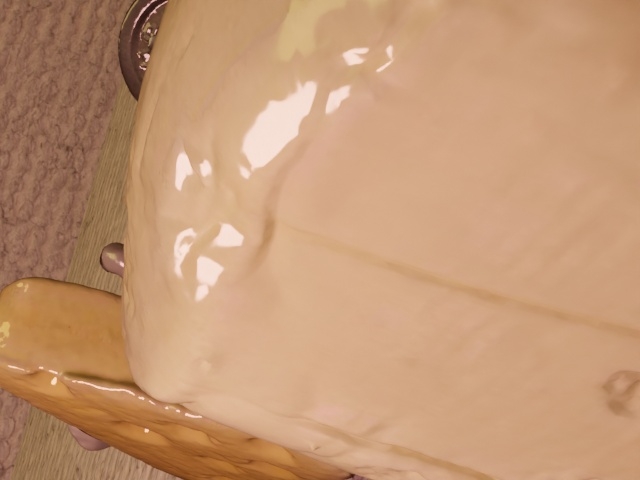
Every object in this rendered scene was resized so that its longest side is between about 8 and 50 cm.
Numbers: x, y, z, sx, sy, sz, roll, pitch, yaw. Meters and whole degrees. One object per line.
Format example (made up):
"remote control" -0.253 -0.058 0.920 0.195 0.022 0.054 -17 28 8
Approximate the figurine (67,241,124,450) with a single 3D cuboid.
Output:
"figurine" -0.256 0.100 1.623 0.218 0.206 0.364 49 -139 -75

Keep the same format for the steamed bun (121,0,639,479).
"steamed bun" 0.101 -0.066 0.594 0.456 0.371 0.289 -48 29 45

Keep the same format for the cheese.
"cheese" -0.106 0.159 1.173 0.384 0.384 0.104 -32 36 63

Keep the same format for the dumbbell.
"dumbbell" -0.110 -0.238 1.475 0.179 0.179 0.406 -66 -9 17
